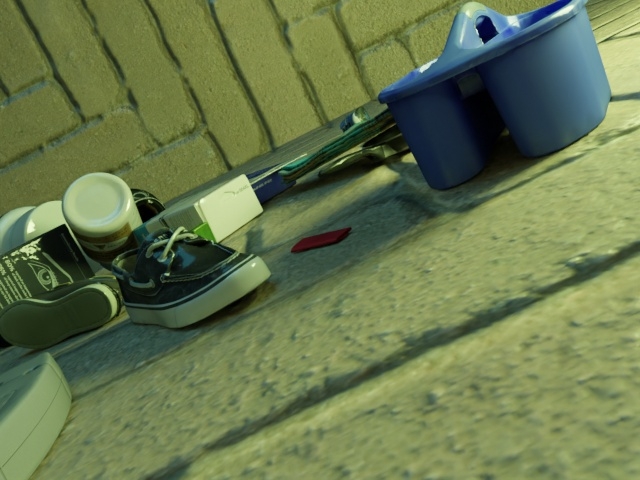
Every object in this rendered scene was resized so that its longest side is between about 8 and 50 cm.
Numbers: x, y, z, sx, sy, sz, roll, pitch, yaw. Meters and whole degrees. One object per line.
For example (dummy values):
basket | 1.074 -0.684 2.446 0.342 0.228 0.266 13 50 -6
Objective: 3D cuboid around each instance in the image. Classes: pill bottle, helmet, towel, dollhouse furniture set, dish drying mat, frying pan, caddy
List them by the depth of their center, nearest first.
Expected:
dish drying mat | 0.000 0.000 0.804 0.083 0.008 0.032 -13 19 45
caddy | 0.212 -0.205 0.818 0.241 0.179 0.341 -18 14 32
dollhouse furniture set | -0.234 0.022 1.085 0.151 0.059 0.076 -17 15 38
frying pan | 0.143 -0.178 1.145 0.197 0.053 0.326 -21 14 32
towel | 0.106 -0.222 1.255 0.271 0.040 0.370 -35 8 -36
pill bottle | -0.425 -0.025 1.337 0.131 0.131 0.229 -30 -19 -17
pill bottle | -0.692 0.051 1.535 0.392 0.224 0.224 -17 15 36
helmet | -0.495 -0.057 1.732 0.161 0.170 0.169 9 34 43

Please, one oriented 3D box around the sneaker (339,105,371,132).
sneaker | 0.095 -0.287 1.689 0.081 0.080 0.211 -31 2 7

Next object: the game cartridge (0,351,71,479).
game cartridge | -0.322 0.192 0.563 0.198 0.062 0.297 -23 12 -2

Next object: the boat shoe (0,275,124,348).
boat shoe | -0.389 0.108 1.012 0.227 0.081 0.069 -14 13 22

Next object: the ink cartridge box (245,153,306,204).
ink cartridge box | -0.180 -0.102 1.484 0.175 0.069 0.371 -33 11 -32

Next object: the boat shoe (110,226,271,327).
boat shoe | -0.171 0.033 0.791 0.108 0.102 0.301 -34 14 -32

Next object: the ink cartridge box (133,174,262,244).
ink cartridge box | -0.235 -0.039 1.278 0.203 0.086 0.148 -15 17 41

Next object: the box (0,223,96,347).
box | -0.553 0.085 1.270 0.108 0.153 0.207 -16 15 43
